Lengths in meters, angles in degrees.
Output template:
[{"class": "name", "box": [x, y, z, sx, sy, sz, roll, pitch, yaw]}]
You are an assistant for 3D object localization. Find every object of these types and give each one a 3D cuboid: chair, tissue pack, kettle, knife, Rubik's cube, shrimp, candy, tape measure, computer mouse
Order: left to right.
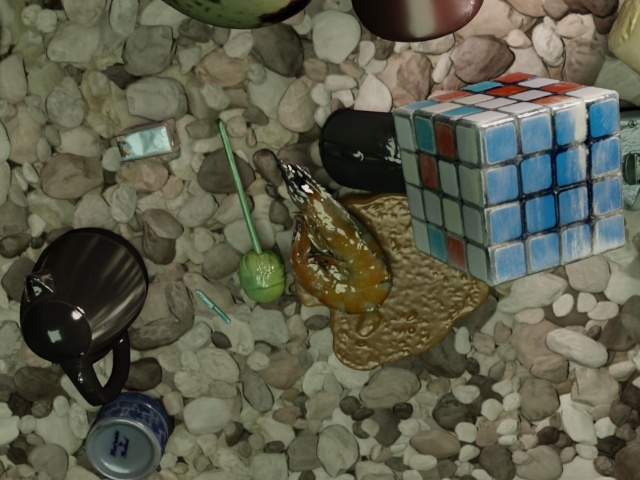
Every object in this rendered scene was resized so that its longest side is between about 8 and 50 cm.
[{"class": "kettle", "box": [-0.431, 0.135, 1.796, 0.208, 0.271, 0.250, 10, 111, 1]}, {"class": "tissue pack", "box": [-0.294, -0.172, 1.772, 0.095, 0.074, 0.058, -10, 103, 10]}, {"class": "knife", "box": [-0.200, 0.123, 1.913, 0.014, 0.005, 0.091, -40, 103, 16]}, {"class": "candy", "box": [-0.132, -0.051, 1.811, 0.092, 0.093, 0.335, -11, 101, 18]}, {"class": "shrimp", "box": [0.000, 0.000, 1.763, 0.164, 0.062, 0.316, -30, 106, 18]}, {"class": "computer mouse", "box": [0.127, -0.148, 1.737, 0.270, 0.086, 0.137, 3, 111, 5]}, {"class": "chair", "box": [0.119, -0.507, 1.522, 0.227, 0.226, 0.400, -10, 109, 9]}, {"class": "Rubik's cube", "box": [0.292, -0.104, 1.607, 0.256, 0.253, 0.258, -17, 109, -20]}, {"class": "tape measure", "box": [0.551, -0.135, 1.694, 0.181, 0.107, 0.182, -10, 107, 16]}]

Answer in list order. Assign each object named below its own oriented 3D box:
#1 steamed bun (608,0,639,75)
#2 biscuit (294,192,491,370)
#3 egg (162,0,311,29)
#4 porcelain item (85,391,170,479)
[{"class": "steamed bun", "box": [0.597, -0.327, 1.529, 0.274, 0.272, 0.290, 18, 105, -2]}, {"class": "biscuit", "box": [0.117, 0.064, 1.833, 0.312, 0.057, 0.351, 40, 109, -7]}, {"class": "egg", "box": [-0.161, -0.475, 1.528, 0.379, 0.287, 0.287, 26, 111, 2]}, {"class": "porcelain item", "box": [-0.364, 0.372, 1.965, 0.147, 0.114, 0.147, 1, 111, 3]}]
